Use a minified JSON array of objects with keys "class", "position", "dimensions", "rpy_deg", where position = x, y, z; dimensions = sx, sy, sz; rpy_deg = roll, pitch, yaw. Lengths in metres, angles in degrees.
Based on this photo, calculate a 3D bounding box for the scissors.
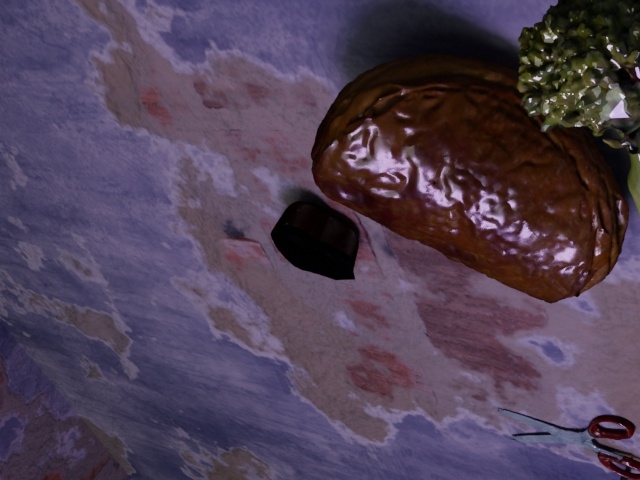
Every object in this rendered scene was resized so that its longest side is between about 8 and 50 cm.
[{"class":"scissors","position":[0.418,0.332,1.500],"dimensions":[0.248,0.017,0.144],"rpy_deg":[3,131,42]}]

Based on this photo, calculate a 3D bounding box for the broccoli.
[{"class":"broccoli","position":[0.286,-0.160,0.833],"dimensions":[0.180,0.242,0.273],"rpy_deg":[40,147,35]}]

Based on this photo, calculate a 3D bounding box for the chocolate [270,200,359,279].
[{"class":"chocolate","position":[0.000,0.000,1.402],"dimensions":[0.149,0.080,0.125],"rpy_deg":[28,159,-2]}]

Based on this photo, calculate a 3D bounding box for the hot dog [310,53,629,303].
[{"class":"hot dog","position":[0.183,-0.072,1.069],"dimensions":[0.387,0.174,0.267],"rpy_deg":[27,150,-4]}]

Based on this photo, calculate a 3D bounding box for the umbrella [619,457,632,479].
[{"class":"umbrella","position":[0.515,0.412,1.514],"dimensions":[0.022,0.022,0.149],"rpy_deg":[-8,140,-4]}]
